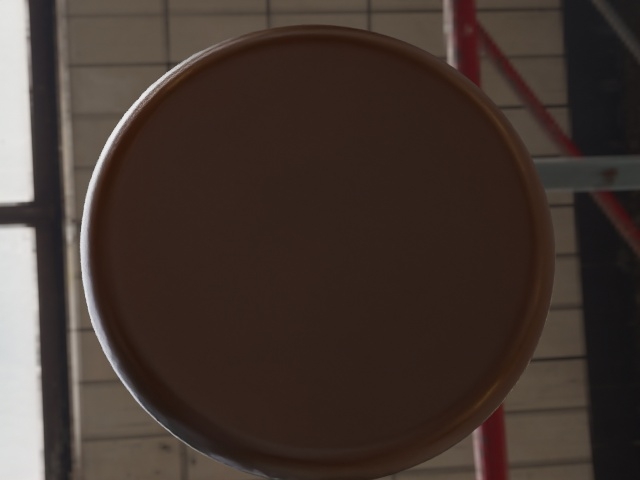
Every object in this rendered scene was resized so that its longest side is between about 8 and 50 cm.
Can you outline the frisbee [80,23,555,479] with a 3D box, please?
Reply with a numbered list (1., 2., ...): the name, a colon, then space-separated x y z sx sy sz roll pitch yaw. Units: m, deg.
1. frisbee: 0.000 0.000 0.675 0.021 0.250 0.251 106 160 -73
